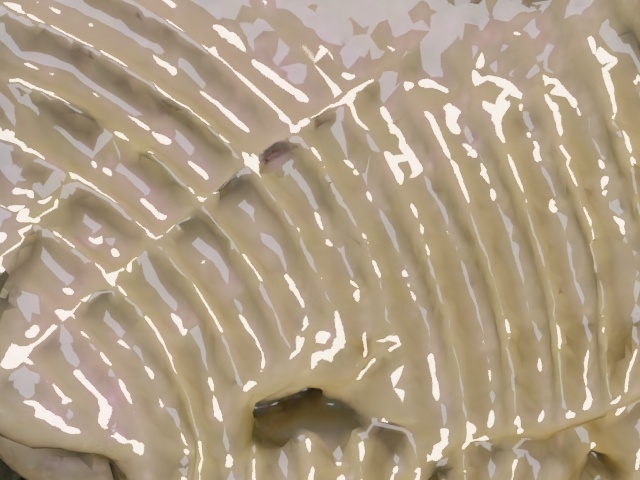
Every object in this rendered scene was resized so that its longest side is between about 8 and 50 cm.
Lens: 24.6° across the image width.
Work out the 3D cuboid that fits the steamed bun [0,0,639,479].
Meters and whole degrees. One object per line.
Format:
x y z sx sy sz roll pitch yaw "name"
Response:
0.000 0.000 0.447 0.275 0.206 0.320 -13 120 -9 "steamed bun"
